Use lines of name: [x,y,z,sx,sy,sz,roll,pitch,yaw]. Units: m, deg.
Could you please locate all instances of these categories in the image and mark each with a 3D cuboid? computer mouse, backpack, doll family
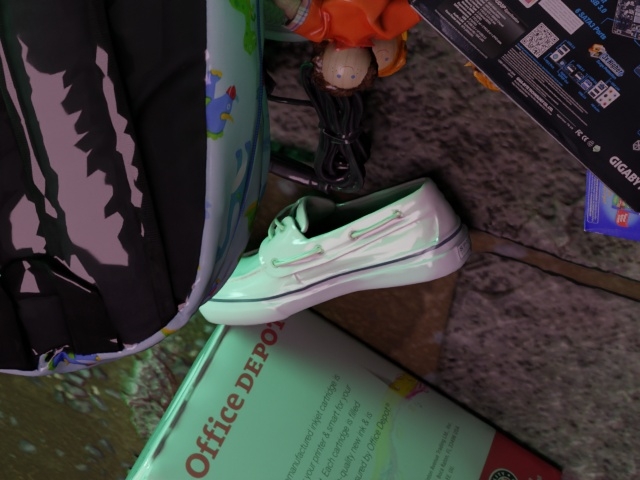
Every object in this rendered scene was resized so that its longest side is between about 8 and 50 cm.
computer mouse: [-0.075,-0.119,1.237,0.262,0.060,0.184,18,158,17]
backpack: [-0.150,-0.103,1.000,0.290,0.273,0.355,-6,90,9]
doll family: [0.095,-0.159,1.063,0.263,0.118,0.163,0,128,-11]

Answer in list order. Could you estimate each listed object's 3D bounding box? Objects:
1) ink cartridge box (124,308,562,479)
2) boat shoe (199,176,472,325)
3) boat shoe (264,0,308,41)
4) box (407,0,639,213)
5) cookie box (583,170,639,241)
ink cartridge box: [0.012,0.209,1.387,0.306,0.226,0.131,32,137,-3]
boat shoe: [0.000,0.000,1.305,0.226,0.083,0.075,-15,114,24]
boat shoe: [-0.114,-0.222,1.130,0.302,0.109,0.094,30,176,-5]
box: [0.175,-0.137,0.988,0.175,0.051,0.220,-42,123,17]
cookie box: [0.231,-0.039,1.158,0.107,0.040,0.092,13,136,17]
